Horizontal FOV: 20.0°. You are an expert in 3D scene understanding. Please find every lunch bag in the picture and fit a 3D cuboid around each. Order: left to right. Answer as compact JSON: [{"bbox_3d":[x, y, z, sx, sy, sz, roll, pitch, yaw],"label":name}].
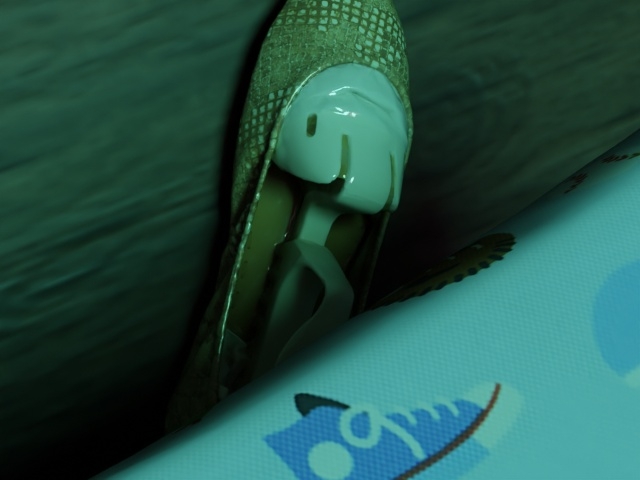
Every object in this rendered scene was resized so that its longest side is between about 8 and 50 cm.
[{"bbox_3d":[0.047,0.166,0.563,0.328,0.239,0.385,-30,154,-29],"label":"lunch bag"}]

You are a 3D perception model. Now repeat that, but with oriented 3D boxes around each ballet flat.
[{"bbox_3d":[0.000,0.000,0.659,0.073,0.067,0.206,12,92,-27],"label":"ballet flat"}]
